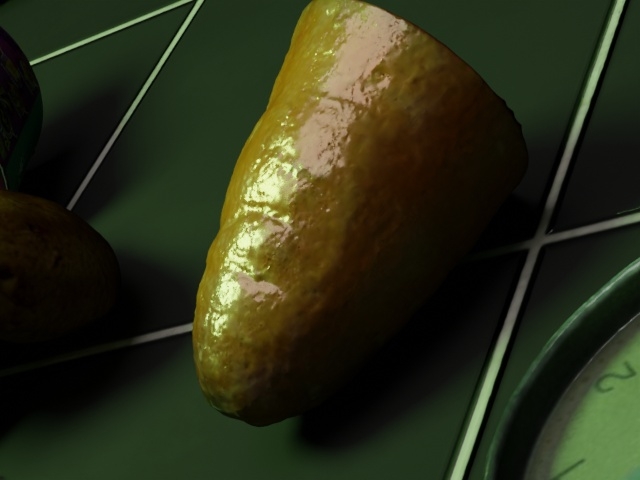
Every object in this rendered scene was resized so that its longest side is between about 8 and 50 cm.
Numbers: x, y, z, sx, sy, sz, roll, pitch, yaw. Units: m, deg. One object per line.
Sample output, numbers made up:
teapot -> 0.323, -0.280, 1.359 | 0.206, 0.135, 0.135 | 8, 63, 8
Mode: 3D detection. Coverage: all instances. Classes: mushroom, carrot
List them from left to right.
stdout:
mushroom -> -0.280, 0.039, 1.153 | 0.267, 0.267, 0.254 | -100, 32, -60
carrot -> 0.000, 0.000, 0.930 | 0.159, 0.159, 0.225 | 11, 64, 55

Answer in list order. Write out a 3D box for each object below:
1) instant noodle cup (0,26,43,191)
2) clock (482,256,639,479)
instant noodle cup -> -0.349, -0.081, 1.370 | 0.251, 0.251, 0.190 | -27, 20, 20
clock -> 0.190, 0.079, 0.666 | 0.280, 0.055, 0.280 | -28, 29, 17
